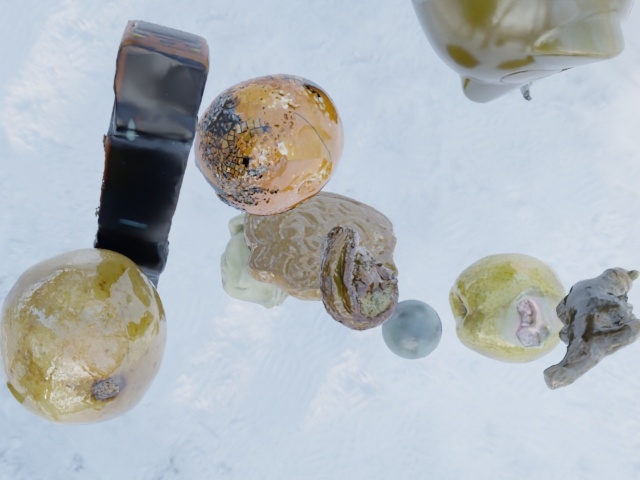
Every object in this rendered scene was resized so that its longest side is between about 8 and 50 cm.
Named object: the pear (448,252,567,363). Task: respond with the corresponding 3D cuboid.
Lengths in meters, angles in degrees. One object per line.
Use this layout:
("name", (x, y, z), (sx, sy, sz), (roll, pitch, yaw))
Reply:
("pear", (0.426, 0.153, 1.478), (0.271, 0.271, 0.271), (0, 88, 1))

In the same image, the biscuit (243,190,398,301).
("biscuit", (0.000, -0.002, 1.593), (0.385, 0.062, 0.365), (5, 44, -5))

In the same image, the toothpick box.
("toothpick box", (0.367, -0.497, 1.182), (0.409, 0.409, 0.425), (-11, 92, 1))

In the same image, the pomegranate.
("pomegranate", (-0.254, 0.096, 0.684), (0.196, 0.196, 0.196), (0, 88, 1))

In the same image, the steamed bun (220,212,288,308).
("steamed bun", (-0.135, 0.032, 1.765), (0.203, 0.289, 0.276), (-36, 69, 27))

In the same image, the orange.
("orange", (-0.072, -0.142, 0.975), (0.234, 0.234, 0.182), (-37, 63, 0))

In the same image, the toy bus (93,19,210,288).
("toy bus", (-0.206, -0.061, 0.740), (0.093, 0.409, 0.092), (10, 47, -17))

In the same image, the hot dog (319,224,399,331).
("hot dog", (0.036, 0.038, 0.704), (0.065, 0.147, 0.099), (-39, 103, 13))

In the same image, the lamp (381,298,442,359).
("lamp", (0.157, 0.153, 1.109), (0.105, 0.105, 0.105), (0, 88, 1))

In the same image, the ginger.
("ginger", (0.505, 0.138, 1.177), (0.166, 0.333, 0.080), (-26, 100, 38))

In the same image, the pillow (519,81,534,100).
("pillow", (0.487, -0.434, 1.504), (0.059, 0.255, 0.169), (-1, 84, 10))
